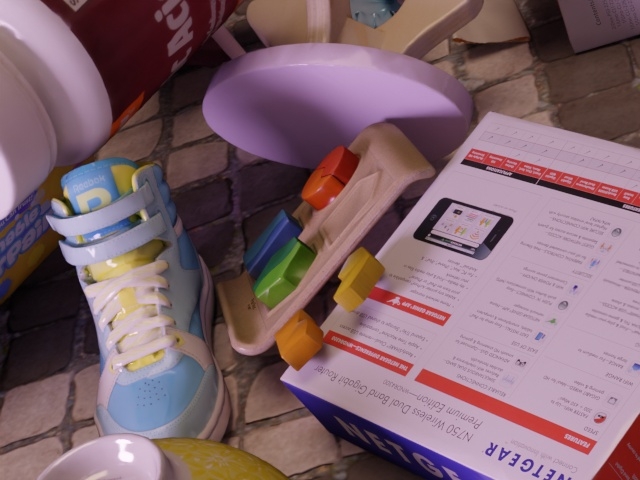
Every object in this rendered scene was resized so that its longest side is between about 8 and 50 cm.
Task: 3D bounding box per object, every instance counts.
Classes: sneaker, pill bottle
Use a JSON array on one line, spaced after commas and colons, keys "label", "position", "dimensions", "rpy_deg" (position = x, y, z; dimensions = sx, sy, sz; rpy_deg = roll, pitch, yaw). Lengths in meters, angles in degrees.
[{"label": "sneaker", "position": [-0.171, 0.051, 1.652], "dimensions": [0.127, 0.208, 0.319], "rpy_deg": [-20, 33, 4]}, {"label": "pill bottle", "position": [-0.233, -0.210, 1.730], "dimensions": [0.224, 0.224, 0.392], "rpy_deg": [8, 46, 40]}]

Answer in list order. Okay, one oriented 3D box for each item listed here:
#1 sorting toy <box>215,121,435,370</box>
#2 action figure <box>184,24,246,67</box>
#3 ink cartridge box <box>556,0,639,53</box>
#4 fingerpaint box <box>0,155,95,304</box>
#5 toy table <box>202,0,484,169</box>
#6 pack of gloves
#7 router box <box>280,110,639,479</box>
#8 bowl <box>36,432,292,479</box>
[{"label": "sorting toy", "position": [0.000, 0.000, 1.634], "dimensions": [0.229, 0.041, 0.307], "rpy_deg": [-46, 15, 5]}, {"label": "action figure", "position": [-0.210, -0.269, 2.023], "dimensions": [0.276, 0.370, 0.248], "rpy_deg": [38, 103, 34]}, {"label": "ink cartridge box", "position": [0.304, -0.342, 1.974], "dimensions": [0.272, 0.130, 0.309], "rpy_deg": [-15, 34, 17]}, {"label": "fingerpaint box", "position": [-0.495, -0.022, 1.808], "dimensions": [0.371, 0.163, 0.445], "rpy_deg": [30, 57, 16]}, {"label": "toy table", "position": [0.030, -0.178, 1.847], "dimensions": [0.274, 0.252, 0.161], "rpy_deg": [6, 59, 18]}, {"label": "pack of gloves", "position": [0.116, -0.285, 2.037], "dimensions": [0.195, 0.046, 0.232], "rpy_deg": [-3, 34, -1]}, {"label": "router box", "position": [0.175, 0.060, 1.469], "dimensions": [0.335, 0.082, 0.301], "rpy_deg": [21, 67, 49]}, {"label": "bowl", "position": [-0.139, 0.238, 1.419], "dimensions": [0.289, 0.156, 0.289], "rpy_deg": [-17, 33, 11]}]
